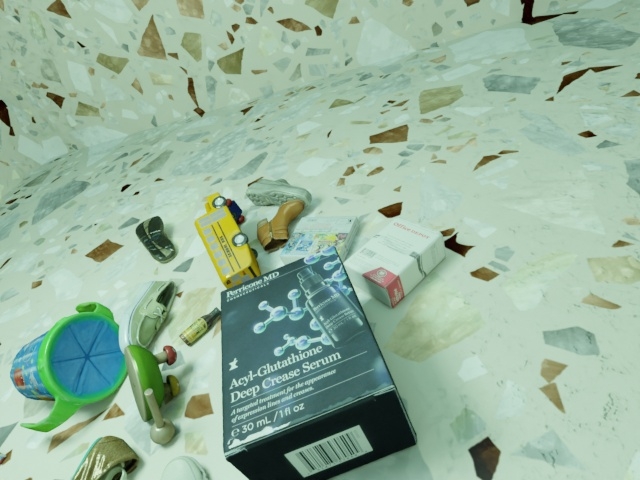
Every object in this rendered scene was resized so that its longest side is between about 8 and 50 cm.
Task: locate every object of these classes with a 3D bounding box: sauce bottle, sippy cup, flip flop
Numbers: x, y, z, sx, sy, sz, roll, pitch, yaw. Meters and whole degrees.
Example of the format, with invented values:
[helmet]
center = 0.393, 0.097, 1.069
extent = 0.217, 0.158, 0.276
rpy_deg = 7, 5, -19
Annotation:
[sauce bottle]
center = -0.338, 0.240, 1.136
extent = 0.042, 0.042, 0.128
rpy_deg = 22, 57, 44
[sippy cup]
center = -0.686, 0.329, 1.080
extent = 0.224, 0.240, 0.305
rpy_deg = -18, 12, 24
[flip flop]
center = -0.635, 0.001, 1.565
extent = 0.112, 0.080, 0.277
rpy_deg = -32, 53, -19

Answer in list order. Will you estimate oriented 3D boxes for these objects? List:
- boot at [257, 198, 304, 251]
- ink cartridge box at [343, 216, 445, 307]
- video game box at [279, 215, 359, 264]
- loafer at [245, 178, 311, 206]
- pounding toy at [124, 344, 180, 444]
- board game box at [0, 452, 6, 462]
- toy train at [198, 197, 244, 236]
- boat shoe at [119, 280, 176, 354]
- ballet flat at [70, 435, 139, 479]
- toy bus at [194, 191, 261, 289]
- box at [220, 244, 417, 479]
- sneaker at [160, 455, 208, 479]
[boot]
center = -0.124, -0.048, 1.357
extent = 0.197, 0.073, 0.152
rpy_deg = -34, 35, 6
[ink cartridge box]
center = 0.196, 0.049, 1.050
extent = 0.218, 0.092, 0.158
rpy_deg = -40, 40, -19
[video game box]
center = 0.000, 0.000, 1.250
extent = 0.205, 0.048, 0.187
rpy_deg = 1, 41, 29
[loafer]
center = -0.152, -0.186, 1.504
extent = 0.319, 0.112, 0.111
rpy_deg = 13, 58, 39
[pounding toy]
center = -0.384, 0.340, 0.964
extent = 0.110, 0.183, 0.237
rpy_deg = -14, 29, -34
[board game box]
center = -0.929, 0.595, 0.926
extent = 0.144, 0.142, 0.275
rpy_deg = -1, 42, 27
[toy train]
center = -0.390, -0.037, 1.463
extent = 0.143, 0.105, 0.248
rpy_deg = -15, 37, 28
[boat shoe]
center = -0.514, 0.217, 1.206
extent = 0.094, 0.109, 0.302
rpy_deg = -17, 35, 5
[ballet flat]
center = -0.477, 0.563, 0.780
extent = 0.124, 0.116, 0.342
rpy_deg = 13, 43, 12
[toy bus]
center = -0.299, 0.000, 1.275
extent = 0.130, 0.108, 0.333
rpy_deg = -30, 57, -7
[box]
center = -0.026, 0.244, 0.829
extent = 0.293, 0.212, 0.395
rpy_deg = -23, 36, 1
[sneaker]
center = -0.266, 0.516, 0.701
extent = 0.110, 0.118, 0.292
rpy_deg = -22, 35, 4
